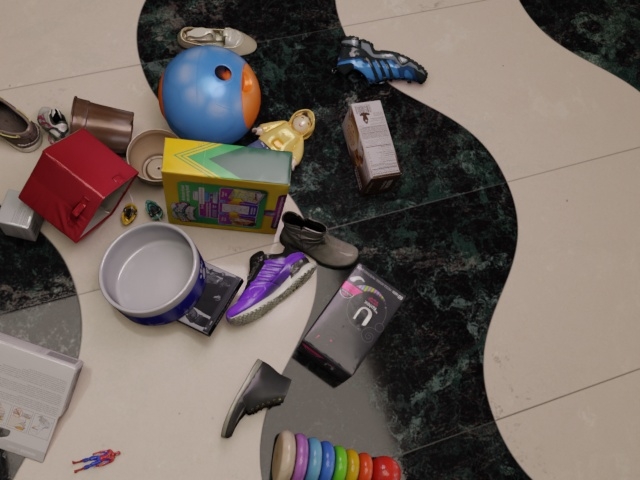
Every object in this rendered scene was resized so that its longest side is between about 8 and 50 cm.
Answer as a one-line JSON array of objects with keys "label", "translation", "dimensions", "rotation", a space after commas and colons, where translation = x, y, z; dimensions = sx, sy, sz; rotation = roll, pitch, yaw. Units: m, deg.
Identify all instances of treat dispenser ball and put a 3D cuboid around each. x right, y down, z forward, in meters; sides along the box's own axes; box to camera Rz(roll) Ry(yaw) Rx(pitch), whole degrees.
[{"label": "treat dispenser ball", "translation": [-0.315, -0.407, 1.939], "dimensions": [0.288, 0.288, 0.288], "rotation": [3, 71, -9]}]

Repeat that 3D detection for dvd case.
[{"label": "dvd case", "translation": [-0.352, 0.135, 1.843], "dimensions": [0.239, 0.029, 0.179], "rotation": [22, 67, 21]}]

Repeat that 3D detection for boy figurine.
[{"label": "boy figurine", "translation": [-0.118, -0.288, 2.039], "dimensions": [0.285, 0.092, 0.177], "rotation": [-36, 77, -16]}]

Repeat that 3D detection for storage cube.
[{"label": "storage cube", "translation": [-0.635, -0.147, 1.799], "dimensions": [0.193, 0.183, 0.215], "rotation": [39, 31, -5]}]

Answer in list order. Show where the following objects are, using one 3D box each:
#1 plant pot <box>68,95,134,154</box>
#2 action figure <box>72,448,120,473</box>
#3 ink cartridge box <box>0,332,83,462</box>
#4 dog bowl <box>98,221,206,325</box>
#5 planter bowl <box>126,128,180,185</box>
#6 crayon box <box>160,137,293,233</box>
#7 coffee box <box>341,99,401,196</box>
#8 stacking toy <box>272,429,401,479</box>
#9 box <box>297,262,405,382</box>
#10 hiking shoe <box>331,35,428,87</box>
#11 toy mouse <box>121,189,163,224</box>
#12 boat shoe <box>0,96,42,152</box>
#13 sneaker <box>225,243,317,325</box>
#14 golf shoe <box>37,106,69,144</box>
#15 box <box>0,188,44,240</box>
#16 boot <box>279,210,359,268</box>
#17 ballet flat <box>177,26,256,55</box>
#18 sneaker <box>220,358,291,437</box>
[{"label": "plant pot", "translation": [-0.617, -0.314, 1.932], "dimensions": [0.165, 0.167, 0.167], "rotation": [6, 70, -15]}, {"label": "action figure", "translation": [-0.558, 0.549, 1.705], "dimensions": [0.115, 0.030, 0.038], "rotation": [-15, 69, -16]}, {"label": "ink cartridge box", "translation": [-0.780, 0.379, 1.704], "dimensions": [0.296, 0.066, 0.261], "rotation": [21, 95, -4]}, {"label": "dog bowl", "translation": [-0.440, 0.088, 1.804], "dimensions": [0.265, 0.104, 0.264], "rotation": [-4, 63, 7]}, {"label": "planter bowl", "translation": [-0.464, -0.221, 1.945], "dimensions": [0.162, 0.109, 0.162], "rotation": [3, 70, -8]}, {"label": "crayon box", "translation": [-0.252, -0.135, 1.815], "dimensions": [0.313, 0.363, 0.106], "rotation": [7, 70, -8]}, {"label": "coffee box", "translation": [0.150, -0.275, 2.052], "dimensions": [0.098, 0.141, 0.246], "rotation": [-10, 74, -13]}, {"label": "stacking toy", "translation": [0.049, 0.577, 1.752], "dimensions": [0.330, 0.141, 0.141], "rotation": [11, 69, -12]}, {"label": "box", "translation": [0.083, 0.225, 1.863], "dimensions": [0.165, 0.143, 0.270], "rotation": [35, 70, 4]}, {"label": "hiking shoe", "translation": [0.193, -0.547, 2.190], "dimensions": [0.304, 0.113, 0.132], "rotation": [18, 99, -9]}, {"label": "toy mouse", "translation": [-0.487, -0.054, 1.918], "dimensions": [0.143, 0.031, 0.161], "rotation": [9, 76, 3]}, {"label": "boat shoe", "translation": [-0.939, -0.366, 1.923], "dimensions": [0.324, 0.096, 0.116], "rotation": [32, 69, 2]}, {"label": "sneaker", "translation": [-0.164, 0.112, 1.892], "dimensions": [0.293, 0.102, 0.146], "rotation": [-35, 76, -24]}, {"label": "golf shoe", "translation": [-0.747, -0.340, 1.925], "dimensions": [0.067, 0.086, 0.186], "rotation": [-5, 37, -38]}, {"label": "box", "translation": [-0.804, -0.067, 1.839], "dimensions": [0.087, 0.101, 0.102], "rotation": [12, 68, -5]}, {"label": "boot", "translation": [0.000, 0.000, 1.918], "dimensions": [0.247, 0.161, 0.083], "rotation": [18, 69, -3]}, {"label": "ballet flat", "translation": [-0.321, -0.628, 2.127], "dimensions": [0.248, 0.086, 0.086], "rotation": [0, 71, -10]}, {"label": "sneaker", "translation": [-0.166, 0.430, 1.782], "dimensions": [0.118, 0.083, 0.222], "rotation": [29, 68, 1]}]
